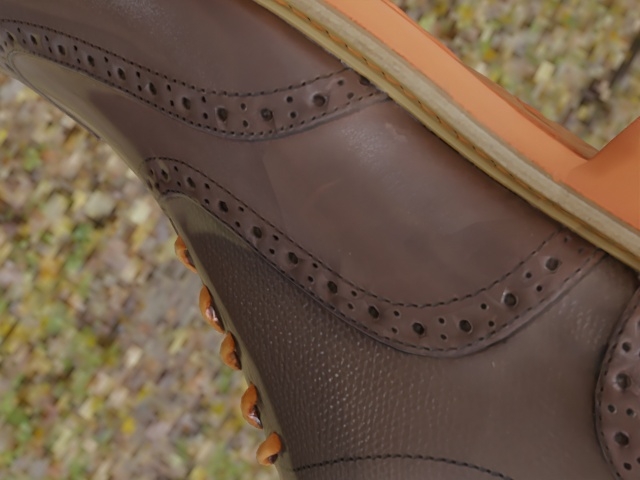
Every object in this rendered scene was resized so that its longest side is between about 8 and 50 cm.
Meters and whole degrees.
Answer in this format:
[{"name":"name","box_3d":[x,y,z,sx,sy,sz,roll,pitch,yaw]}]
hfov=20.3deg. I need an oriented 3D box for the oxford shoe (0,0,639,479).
[{"name":"oxford shoe","box_3d":[0.000,0.000,0.473,0.133,0.363,0.130,-62,151,3]}]
